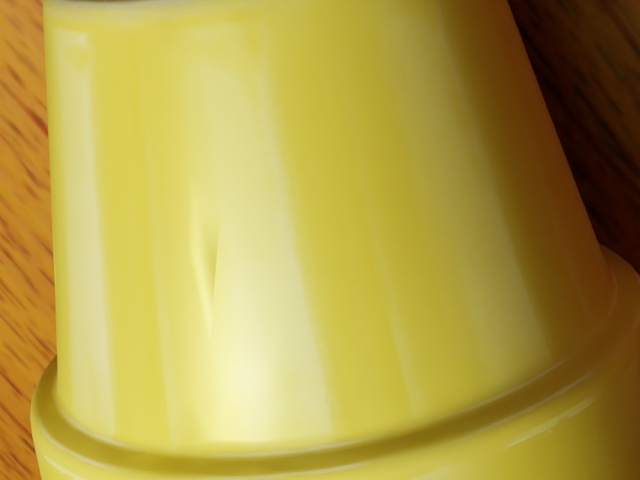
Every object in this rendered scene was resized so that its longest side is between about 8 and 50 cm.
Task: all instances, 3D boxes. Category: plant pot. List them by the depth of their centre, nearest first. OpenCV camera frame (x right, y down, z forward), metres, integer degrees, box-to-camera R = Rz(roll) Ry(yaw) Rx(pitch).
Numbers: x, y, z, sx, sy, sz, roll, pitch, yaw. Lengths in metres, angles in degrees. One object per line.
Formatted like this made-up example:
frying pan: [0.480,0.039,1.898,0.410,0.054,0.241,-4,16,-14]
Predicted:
plant pot: [0.000,0.000,0.688,0.254,0.254,0.239,0,111,28]
